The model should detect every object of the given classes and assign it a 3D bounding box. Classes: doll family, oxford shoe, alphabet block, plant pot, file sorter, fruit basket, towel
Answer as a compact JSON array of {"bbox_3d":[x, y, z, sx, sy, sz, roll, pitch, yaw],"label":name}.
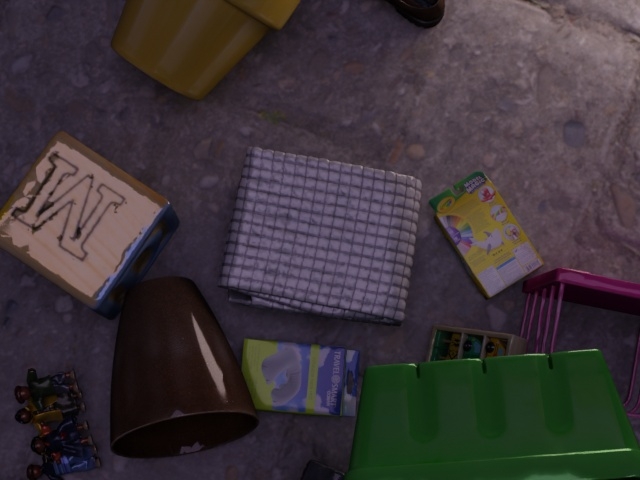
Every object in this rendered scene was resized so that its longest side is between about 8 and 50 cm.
[{"bbox_3d":[-0.401,0.284,1.889,0.111,0.076,0.193,-15,85,-8],"label":"doll family"},{"bbox_3d":[0.098,-0.422,1.988,0.227,0.096,0.082,27,84,5],"label":"oxford shoe"},{"bbox_3d":[-0.347,-0.018,1.877,0.197,0.192,0.193,34,81,3],"label":"alphabet block"},{"bbox_3d":[-0.186,-0.352,1.911,0.254,0.254,0.239,33,98,4],"label":"plant pot"},{"bbox_3d":[0.397,0.155,1.810,0.202,0.290,0.182,11,85,1],"label":"file sorter"},{"bbox_3d":[0.211,0.328,1.520,0.392,0.283,0.392,-1,72,4],"label":"fruit basket"},{"bbox_3d":[0.000,0.000,1.915,0.284,0.121,0.235,9,83,-1],"label":"towel"},{"bbox_3d":[-0.216,0.177,1.856,0.215,0.215,0.230,-11,68,-2],"label":"plant pot"}]

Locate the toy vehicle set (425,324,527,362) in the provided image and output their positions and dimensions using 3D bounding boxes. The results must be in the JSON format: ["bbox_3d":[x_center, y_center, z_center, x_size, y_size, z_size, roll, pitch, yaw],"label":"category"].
[{"bbox_3d":[0.207,0.263,1.859,0.035,0.166,0.266,19,79,-38],"label":"toy vehicle set"}]

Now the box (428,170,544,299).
[{"bbox_3d":[0.252,-0.010,1.955,0.105,0.043,0.179,-31,85,-5],"label":"box"}]

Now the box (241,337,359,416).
[{"bbox_3d":[-0.032,0.210,1.919,0.178,0.042,0.109,4,82,1],"label":"box"}]

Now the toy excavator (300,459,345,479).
[{"bbox_3d":[0.122,0.478,1.677,0.433,0.445,0.222,24,83,3],"label":"toy excavator"}]
